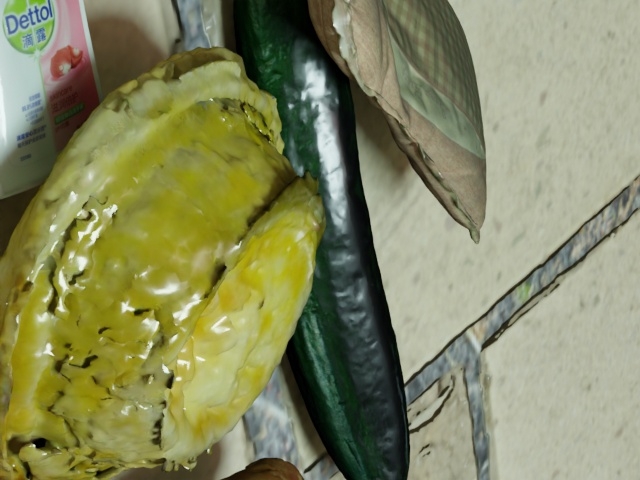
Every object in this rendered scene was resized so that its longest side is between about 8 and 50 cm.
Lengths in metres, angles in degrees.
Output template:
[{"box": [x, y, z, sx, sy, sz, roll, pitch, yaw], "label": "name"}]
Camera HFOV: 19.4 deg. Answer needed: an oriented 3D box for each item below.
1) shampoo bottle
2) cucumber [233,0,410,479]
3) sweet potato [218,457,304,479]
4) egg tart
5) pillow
[{"box": [-0.112, -0.072, 0.664, 0.072, 0.043, 0.099, -35, 126, -48], "label": "shampoo bottle"}, {"box": [0.000, 0.000, 0.836, 0.056, 0.056, 0.284, -37, 124, -44], "label": "cucumber"}, {"box": [-0.077, 0.169, 0.731, 0.252, 0.097, 0.097, -44, 132, -38], "label": "sweet potato"}, {"box": [-0.057, 0.021, 0.706, 0.191, 0.074, 0.191, -52, 158, -30], "label": "egg tart"}, {"box": [0.035, -0.091, 0.827, 0.211, 0.034, 0.135, 48, 34, -58], "label": "pillow"}]
